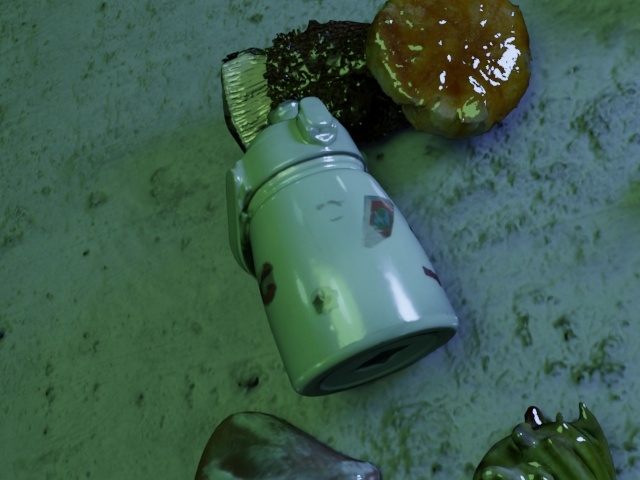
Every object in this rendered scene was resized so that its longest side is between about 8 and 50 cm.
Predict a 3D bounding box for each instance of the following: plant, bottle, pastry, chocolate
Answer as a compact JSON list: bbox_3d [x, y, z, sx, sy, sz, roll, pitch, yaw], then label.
[{"bbox_3d":[0.271,0.330,0.739,0.333,0.180,0.251,39,86,1],"label":"plant"},{"bbox_3d":[0.000,0.000,0.906,0.229,0.229,0.351,-31,67,16],"label":"bottle"},{"bbox_3d":[0.170,-0.240,0.936,0.229,0.100,0.218,-34,81,-14],"label":"pastry"},{"bbox_3d":[-0.060,0.314,0.918,0.254,0.080,0.157,17,81,33],"label":"chocolate"}]

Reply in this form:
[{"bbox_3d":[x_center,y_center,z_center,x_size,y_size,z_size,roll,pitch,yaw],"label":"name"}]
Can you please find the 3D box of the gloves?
[{"bbox_3d":[0.002,-0.218,1.046,0.312,0.135,0.210,-16,59,21],"label":"gloves"}]
